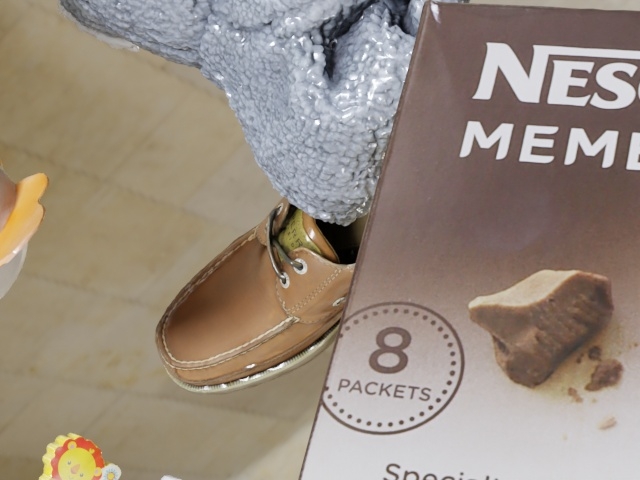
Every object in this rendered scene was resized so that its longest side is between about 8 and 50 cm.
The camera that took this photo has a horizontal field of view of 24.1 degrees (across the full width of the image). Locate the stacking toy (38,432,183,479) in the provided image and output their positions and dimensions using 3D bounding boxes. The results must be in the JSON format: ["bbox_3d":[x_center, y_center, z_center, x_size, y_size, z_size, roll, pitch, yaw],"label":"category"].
[{"bbox_3d":[-0.075,0.217,0.969,0.221,0.052,0.167,49,160,-23],"label":"stacking toy"}]

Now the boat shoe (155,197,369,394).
[{"bbox_3d":[0.000,0.000,1.050,0.111,0.307,0.104,61,-169,26],"label":"boat shoe"}]

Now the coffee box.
[{"bbox_3d":[0.157,0.048,0.354,0.119,0.297,0.168,72,-151,-54],"label":"coffee box"}]

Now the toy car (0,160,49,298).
[{"bbox_3d":[-0.248,-0.023,0.929,0.210,0.238,0.219,-61,-39,-34],"label":"toy car"}]

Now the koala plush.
[{"bbox_3d":[-0.041,-0.134,0.783,0.221,0.203,0.196,22,163,-3],"label":"koala plush"}]
